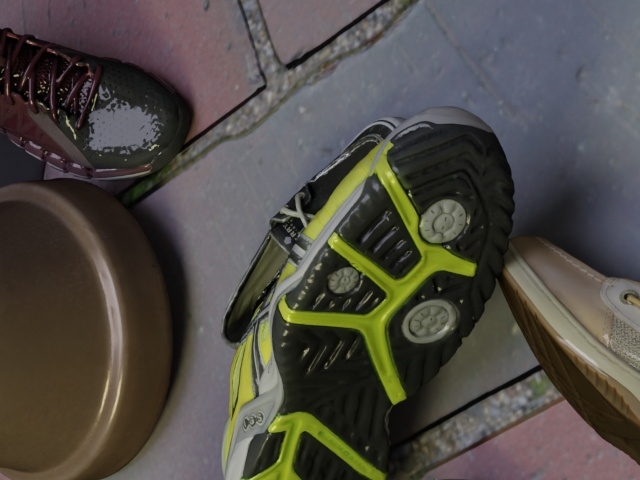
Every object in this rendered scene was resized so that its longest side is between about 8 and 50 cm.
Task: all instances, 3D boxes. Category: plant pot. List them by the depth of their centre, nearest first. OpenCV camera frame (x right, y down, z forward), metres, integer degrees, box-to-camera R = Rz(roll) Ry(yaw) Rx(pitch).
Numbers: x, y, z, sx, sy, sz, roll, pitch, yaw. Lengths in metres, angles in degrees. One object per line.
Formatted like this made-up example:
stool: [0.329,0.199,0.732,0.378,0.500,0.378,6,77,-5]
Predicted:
plant pot: [-0.287,0.079,1.521,0.263,0.229,0.263,2,93,43]

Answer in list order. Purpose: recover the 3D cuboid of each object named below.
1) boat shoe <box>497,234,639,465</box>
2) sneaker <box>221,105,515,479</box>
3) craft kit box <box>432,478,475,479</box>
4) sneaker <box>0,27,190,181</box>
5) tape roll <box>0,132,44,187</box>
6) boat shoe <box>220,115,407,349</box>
boat shoe: [0.217,0.079,1.195,0.098,0.109,0.302,-35,42,-8]
sneaker: [0.008,0.050,1.302,0.384,0.145,0.147,-62,29,34]
craft kit box: [0.123,0.330,1.263,0.250,0.061,0.246,36,110,39]
sneaker: [-0.257,-0.133,1.542,0.281,0.162,0.106,17,83,19]
tape roll: [-0.353,-0.079,1.729,0.219,0.072,0.219,-7,80,40]
boat shoe: [0.000,0.000,1.406,0.078,0.070,0.219,45,113,36]
